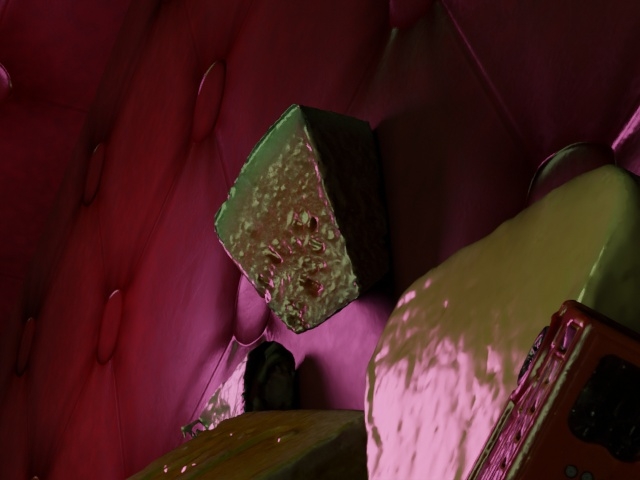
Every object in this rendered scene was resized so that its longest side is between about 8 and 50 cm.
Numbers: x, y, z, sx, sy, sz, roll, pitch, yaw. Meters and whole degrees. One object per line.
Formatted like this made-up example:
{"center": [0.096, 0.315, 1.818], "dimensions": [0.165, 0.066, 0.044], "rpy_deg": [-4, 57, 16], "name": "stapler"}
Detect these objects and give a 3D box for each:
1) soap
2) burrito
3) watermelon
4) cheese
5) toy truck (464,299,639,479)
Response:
{"center": [-0.089, 0.290, 1.280], "dimensions": [0.156, 0.293, 0.335], "rpy_deg": [65, 155, -5], "name": "soap"}
{"center": [-0.107, 0.235, 1.611], "dimensions": [0.229, 0.089, 0.144], "rpy_deg": [-50, 20, 45], "name": "burrito"}
{"center": [0.000, 0.000, 1.470], "dimensions": [0.193, 0.139, 0.257], "rpy_deg": [-56, 40, 31], "name": "watermelon"}
{"center": [0.134, 0.156, 0.990], "dimensions": [0.384, 0.104, 0.384], "rpy_deg": [-56, 20, 32], "name": "cheese"}
{"center": [0.139, 0.169, 0.807], "dimensions": [0.253, 0.107, 0.114], "rpy_deg": [-63, -4, 2], "name": "toy truck"}
